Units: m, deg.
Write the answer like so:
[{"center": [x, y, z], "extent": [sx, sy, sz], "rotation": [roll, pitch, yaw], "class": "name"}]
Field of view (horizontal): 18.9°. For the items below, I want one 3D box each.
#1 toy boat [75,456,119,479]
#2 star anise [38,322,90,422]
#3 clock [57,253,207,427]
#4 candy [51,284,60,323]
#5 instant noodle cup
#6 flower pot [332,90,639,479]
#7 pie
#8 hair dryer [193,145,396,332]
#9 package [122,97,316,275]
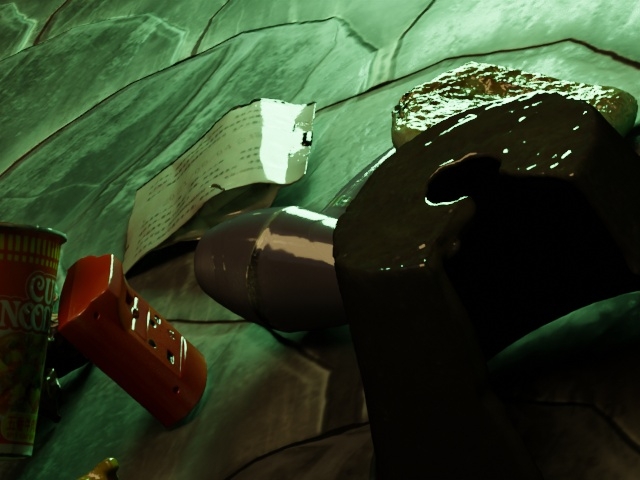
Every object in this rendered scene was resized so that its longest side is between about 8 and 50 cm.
[{"center": [-0.312, 0.246, 1.731], "extent": [0.318, 0.099, 0.141], "rotation": [-5, 5, 29], "class": "toy boat"}, {"center": [-0.329, 0.113, 1.934], "extent": [0.220, 0.190, 0.126], "rotation": [-48, 5, -27], "class": "star anise"}, {"center": [-0.172, 0.090, 1.812], "extent": [0.061, 0.155, 0.113], "rotation": [-36, 25, 17], "class": "clock"}, {"center": [-0.363, 0.089, 2.127], "extent": [0.292, 0.059, 0.086], "rotation": [-12, 33, 36], "class": "candy"}, {"center": [-0.333, 0.097, 1.787], "extent": [0.193, 0.212, 0.193], "rotation": [0, -8, 0], "class": "instant noodle cup"}, {"center": [0.153, 0.046, 1.451], "extent": [0.379, 0.251, 0.379], "rotation": [-26, 26, 14], "class": "flower pot"}, {"center": [0.185, -0.118, 1.864], "extent": [0.240, 0.054, 0.240], "rotation": [-7, 26, 3], "class": "pie"}, {"center": [0.081, -0.036, 1.857], "extent": [0.301, 0.121, 0.361], "rotation": [4, 36, 37], "class": "hair dryer"}, {"center": [-0.121, -0.070, 2.160], "extent": [0.251, 0.062, 0.204], "rotation": [-26, 24, 17], "class": "package"}]
